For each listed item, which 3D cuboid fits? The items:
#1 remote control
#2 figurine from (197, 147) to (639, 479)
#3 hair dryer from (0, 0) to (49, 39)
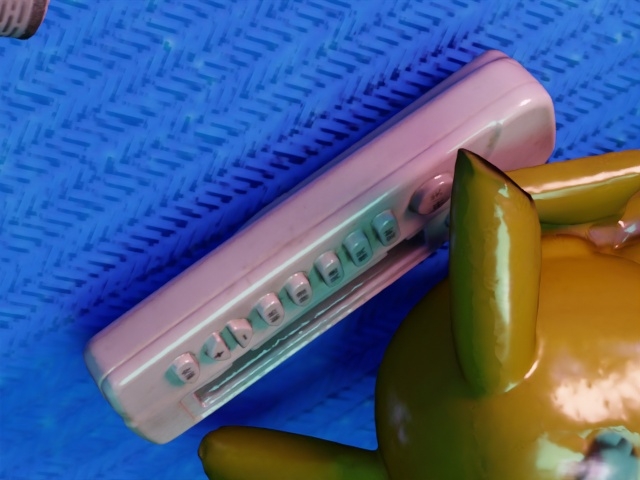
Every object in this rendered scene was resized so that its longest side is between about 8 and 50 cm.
[{"bbox_3d":[0.000,0.001,0.753,0.230,0.049,0.090,-36,159,-6],"label":"remote control"},{"bbox_3d":[0.139,0.058,0.789,0.326,0.169,0.218,-10,144,-37],"label":"figurine"},{"bbox_3d":[-0.214,-0.029,0.624,0.195,0.054,0.220,0,126,-29],"label":"hair dryer"}]
